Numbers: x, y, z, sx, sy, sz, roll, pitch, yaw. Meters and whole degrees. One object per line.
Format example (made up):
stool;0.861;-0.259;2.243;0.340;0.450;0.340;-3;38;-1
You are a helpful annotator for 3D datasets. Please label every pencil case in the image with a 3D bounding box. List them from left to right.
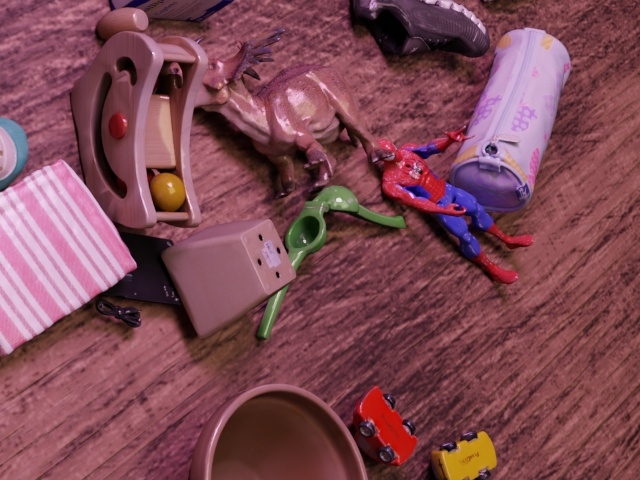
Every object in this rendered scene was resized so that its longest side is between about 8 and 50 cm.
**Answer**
pencil case;0.260;-0.166;2.275;0.273;0.113;0.124;-66;147;-37

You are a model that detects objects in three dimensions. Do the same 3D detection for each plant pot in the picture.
plant pot;-0.094;0.033;1.854;0.109;0.096;0.109;-31;98;-58
plant pot;-0.066;0.281;1.797;0.237;0.109;0.237;19;62;-40

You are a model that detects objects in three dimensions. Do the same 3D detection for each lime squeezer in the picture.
lime squeezer;0.000;0.000;2.016;0.310;0.058;0.110;-39;137;-45

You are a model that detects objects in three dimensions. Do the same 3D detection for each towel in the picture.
towel;-0.296;0.016;1.709;0.197;0.029;0.144;-36;92;-38

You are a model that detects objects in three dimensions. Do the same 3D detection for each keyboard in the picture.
keyboard;-0.225;0.041;1.794;0.180;0.023;0.108;9;63;-41

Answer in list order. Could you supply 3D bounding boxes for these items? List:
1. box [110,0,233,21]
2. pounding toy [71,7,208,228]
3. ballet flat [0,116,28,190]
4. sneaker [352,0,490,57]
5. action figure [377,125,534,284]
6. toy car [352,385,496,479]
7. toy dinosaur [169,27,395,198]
box;-0.181;-0.329;1.935;0.137;0.072;0.126;-3;77;-44
pounding toy;-0.167;-0.141;1.820;0.154;0.154;0.270;-1;76;-44
ballet flat;-0.366;-0.074;1.649;0.247;0.087;0.083;-25;93;-46
sneaker;0.128;-0.282;2.221;0.234;0.078;0.106;26;61;-31
action figure;0.187;-0.052;2.147;0.280;0.139;0.091;36;66;-27
toy car;0.113;0.312;2.001;0.239;0.053;0.225;25;60;-36
toy dinosaur;-0.028;-0.166;1.996;0.295;0.127;0.200;-11;76;-51
